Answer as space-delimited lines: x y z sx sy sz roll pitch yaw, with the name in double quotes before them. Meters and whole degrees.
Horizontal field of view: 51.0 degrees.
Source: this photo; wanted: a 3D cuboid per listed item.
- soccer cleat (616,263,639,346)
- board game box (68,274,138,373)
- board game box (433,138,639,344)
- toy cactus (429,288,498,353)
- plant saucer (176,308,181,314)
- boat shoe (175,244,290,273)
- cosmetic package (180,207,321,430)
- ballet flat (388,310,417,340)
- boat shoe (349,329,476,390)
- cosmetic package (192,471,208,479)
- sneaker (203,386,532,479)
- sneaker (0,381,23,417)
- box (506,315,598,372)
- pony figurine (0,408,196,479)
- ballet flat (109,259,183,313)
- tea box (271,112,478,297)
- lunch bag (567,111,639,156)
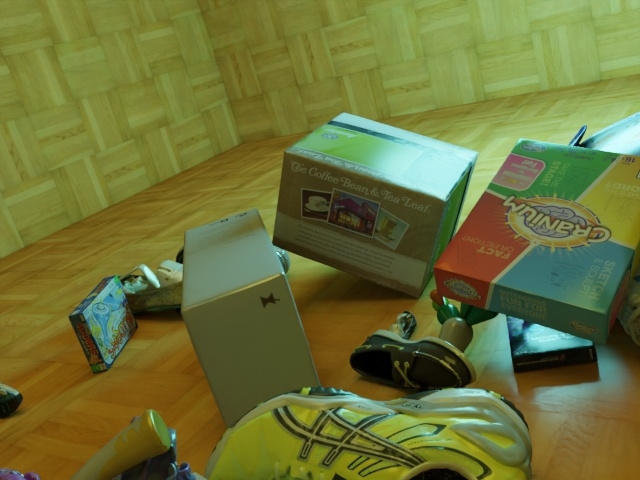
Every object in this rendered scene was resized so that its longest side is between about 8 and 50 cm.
"soccer cleat" 0.456 0.087 0.924 0.143 0.116 0.331 -22 19 -18
"board game box" -0.461 0.175 1.441 0.035 0.136 0.201 -14 18 8
"board game box" 0.345 -0.017 0.979 0.242 0.064 0.316 15 51 34
"toy cactus" 0.235 0.118 1.060 0.219 0.112 0.181 -9 44 57
"plant saucer" -0.292 0.154 1.552 0.083 0.015 0.083 -16 17 5
"boat shoe" -0.238 0.055 1.629 0.335 0.121 0.119 -3 18 31
"cosmetic package" -0.132 0.115 1.180 0.161 0.230 0.453 -19 17 -6
"ballet flat" 0.132 0.153 1.139 0.041 0.041 0.114 -6 20 28
"boat shoe" 0.129 0.186 0.985 0.068 0.081 0.227 -29 14 -28
"cosmetic package" -0.076 0.331 0.689 0.060 0.099 0.239 -32 22 -35
"sneaker" 0.038 0.254 0.747 0.384 0.145 0.147 -13 17 15
"sneaker" -0.652 0.304 1.333 0.190 0.072 0.083 -7 14 26
"box" 0.343 0.139 1.012 0.116 0.029 0.162 -12 19 16
"pony figurine" -0.278 0.322 0.627 0.363 0.303 0.351 -31 44 -1
"ballet flat" -0.377 0.104 1.574 0.348 0.123 0.123 -11 18 30
"tea box" 0.119 -0.090 1.402 0.328 0.220 0.323 20 29 17
"lunch bag" 0.544 -0.091 1.222 0.385 0.239 0.328 -24 11 37
